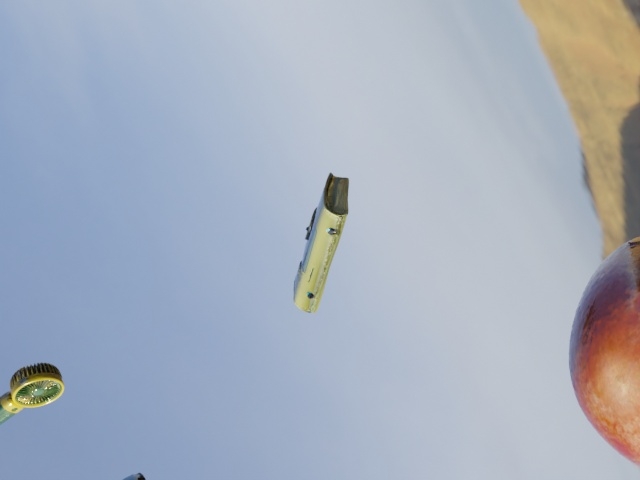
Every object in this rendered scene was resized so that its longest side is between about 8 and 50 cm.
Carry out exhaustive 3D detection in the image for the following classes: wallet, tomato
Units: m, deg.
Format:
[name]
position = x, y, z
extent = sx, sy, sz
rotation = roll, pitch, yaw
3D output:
[wallet]
position = 0.000, 0.000, 1.569
extent = 0.039, 0.155, 0.110
rotation = 14, -147, -6
[tomato]
position = 0.390, 0.129, 1.302
extent = 0.265, 0.264, 0.265
rotation = 54, -159, -32

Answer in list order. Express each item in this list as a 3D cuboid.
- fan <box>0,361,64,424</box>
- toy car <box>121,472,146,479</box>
[fan]
position = -0.472, 0.243, 1.932
extent = 0.082, 0.155, 0.039
rotation = 33, -153, -52
[toy car]
position = -0.228, 0.416, 1.449
extent = 0.204, 0.247, 0.198
rotation = 52, -147, -19
